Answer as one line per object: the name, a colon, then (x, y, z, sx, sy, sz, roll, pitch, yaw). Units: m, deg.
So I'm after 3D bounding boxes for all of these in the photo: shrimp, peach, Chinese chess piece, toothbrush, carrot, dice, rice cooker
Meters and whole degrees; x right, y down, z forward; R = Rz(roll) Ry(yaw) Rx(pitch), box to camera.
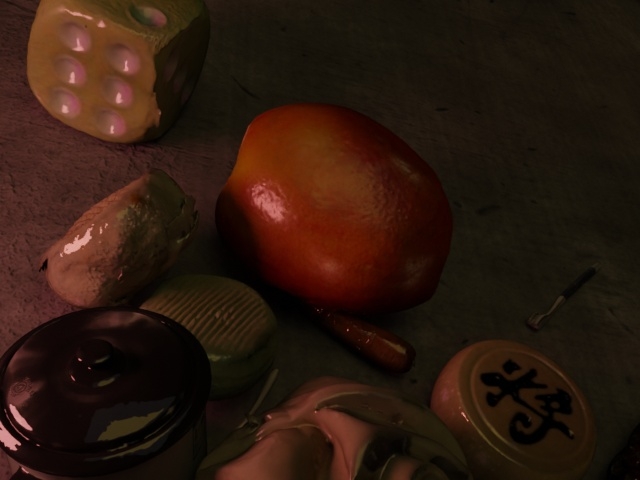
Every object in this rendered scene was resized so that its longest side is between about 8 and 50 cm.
shrimp: (0.600, 0.339, 1.279, 0.372, 0.137, 0.172, -19, 94, -29)
peach: (0.035, -0.052, 1.264, 0.380, 0.242, 0.306, 21, 39, -11)
Chinese chess piece: (0.292, 0.273, 1.205, 0.257, 0.104, 0.257, 13, 44, -12)
toothbrush: (-0.106, 0.250, 1.105, 0.022, 0.017, 0.204, 21, 41, 12)
carrot: (0.044, 0.137, 1.264, 0.247, 0.059, 0.059, 31, 42, 12)
dice: (-0.355, -0.345, 1.421, 0.254, 0.252, 0.250, 22, 42, -2)
toothbrush: (0.476, 0.103, 1.528, 0.026, 0.024, 0.288, 31, 41, 29)
rice cooker: (-0.245, 0.203, 0.901, 0.241, 0.227, 0.280, 19, 41, 18)

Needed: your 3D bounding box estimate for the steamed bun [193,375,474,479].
steamed bun: (0.043, 0.321, 0.872, 0.367, 0.255, 0.343, -26, 87, -43)

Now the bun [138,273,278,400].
bun: (-0.160, 0.141, 1.116, 0.221, 0.108, 0.221, 11, 30, -7)

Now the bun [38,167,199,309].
bun: (-0.279, 0.004, 1.139, 0.141, 0.239, 0.239, 52, 40, -15)
